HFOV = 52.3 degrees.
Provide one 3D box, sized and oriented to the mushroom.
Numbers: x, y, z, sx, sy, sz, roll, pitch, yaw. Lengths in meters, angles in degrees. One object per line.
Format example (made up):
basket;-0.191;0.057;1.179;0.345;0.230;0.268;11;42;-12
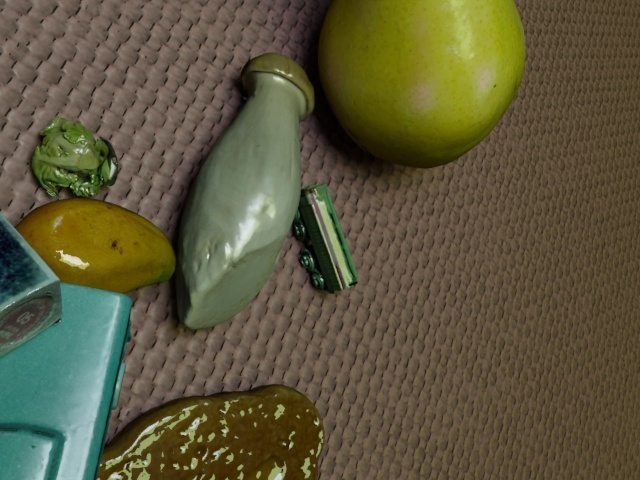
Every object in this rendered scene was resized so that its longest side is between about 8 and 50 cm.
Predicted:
mushroom;-0.084;-0.063;0.758;0.128;0.128;0.349;30;62;-31

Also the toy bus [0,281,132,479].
toy bus;-0.239;0.169;0.541;0.129;0.147;0.255;11;59;-13

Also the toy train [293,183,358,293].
toy train;0.000;0.000;0.842;0.038;0.071;0.147;-25;98;-38

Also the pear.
pear;0.139;-0.254;0.833;0.285;0.336;0.284;6;62;-12

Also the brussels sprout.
brussels sprout;-0.248;-0.083;0.674;0.085;0.058;0.085;-10;103;-49

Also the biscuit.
biscuit;-0.125;0.323;0.694;0.358;0.074;0.381;53;54;-18

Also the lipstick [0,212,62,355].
lipstick;-0.322;-0.036;0.514;0.290;0.076;0.077;43;55;14

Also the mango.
mango;-0.226;0.007;0.649;0.165;0.089;0.115;-20;66;-48
